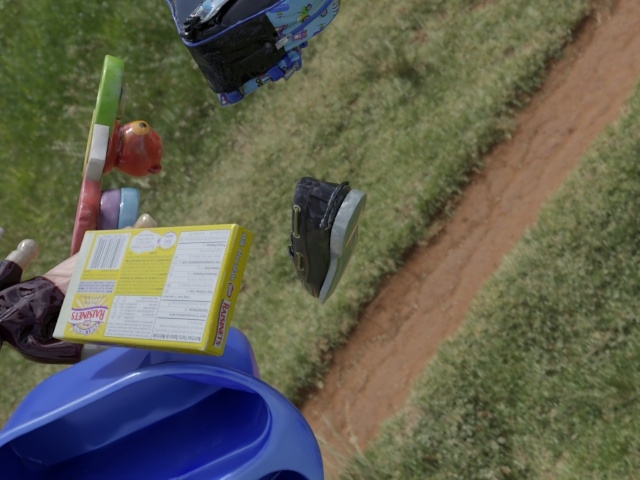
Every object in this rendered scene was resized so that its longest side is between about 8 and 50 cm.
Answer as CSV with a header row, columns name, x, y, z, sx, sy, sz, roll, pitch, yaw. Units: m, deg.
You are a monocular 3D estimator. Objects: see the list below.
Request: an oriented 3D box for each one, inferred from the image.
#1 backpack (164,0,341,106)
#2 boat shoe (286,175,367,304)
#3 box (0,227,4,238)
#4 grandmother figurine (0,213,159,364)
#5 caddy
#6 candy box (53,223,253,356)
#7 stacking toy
name,x,y,z,sx,sy,sz,roll,pitch,yaw
backpack,-0.057,-0.237,0.875,0.173,0.117,0.158,-29,44,2
boat shoe,0.000,0.000,0.960,0.069,0.227,0.081,25,64,7
box,-0.559,0.020,1.348,0.087,0.102,0.101,-51,20,39
grandmother figurine,-0.318,0.081,1.057,0.208,0.104,0.342,31,42,33
caddy,-0.164,0.228,0.817,0.341,0.241,0.179,-26,19,4
candy box,-0.148,0.040,0.750,0.206,0.027,0.105,-1,70,41
stacking toy,-0.310,-0.125,1.414,0.279,0.130,0.309,121,153,-49
